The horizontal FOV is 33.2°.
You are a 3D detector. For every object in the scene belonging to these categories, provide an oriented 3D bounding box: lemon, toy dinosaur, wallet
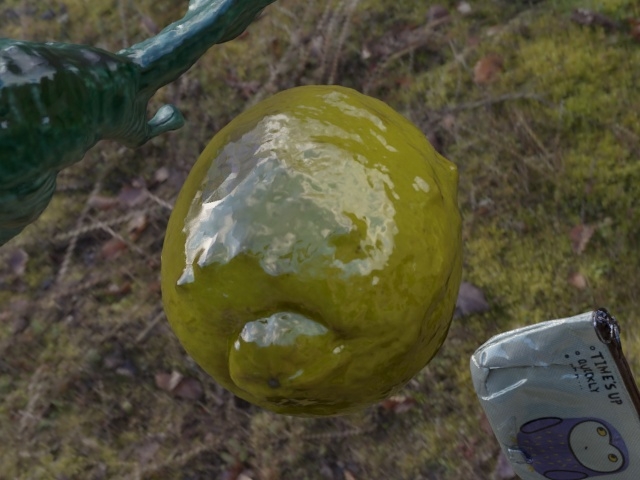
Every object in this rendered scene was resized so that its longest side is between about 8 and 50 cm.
[{"bbox_3d":[-0.001,0.006,0.953,0.285,0.316,0.285,4,103,20],"label":"lemon"},{"bbox_3d":[-0.164,-0.009,0.363,0.383,0.129,0.076,-34,81,-29],"label":"toy dinosaur"},{"bbox_3d":[0.364,0.250,1.568,0.275,0.335,0.068,-13,23,40],"label":"wallet"}]
